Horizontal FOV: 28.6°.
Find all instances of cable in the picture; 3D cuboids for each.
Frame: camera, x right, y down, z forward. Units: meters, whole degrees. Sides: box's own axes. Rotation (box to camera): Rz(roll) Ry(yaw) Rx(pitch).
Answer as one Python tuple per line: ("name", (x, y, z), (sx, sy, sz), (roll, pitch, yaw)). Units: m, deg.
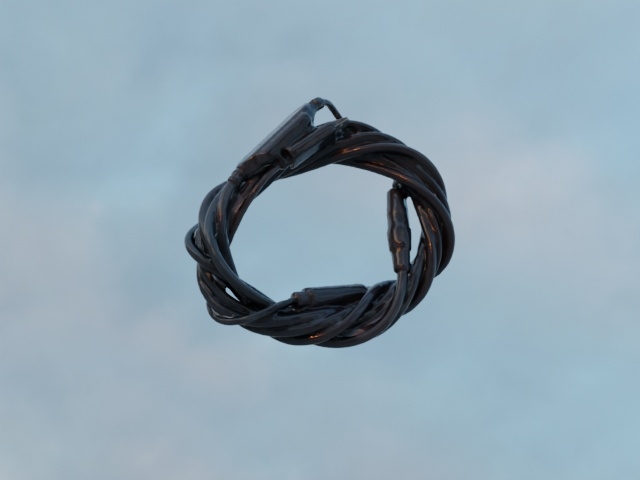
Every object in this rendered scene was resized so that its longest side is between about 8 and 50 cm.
("cable", (0.000, 0.000, 0.816), (0.150, 0.184, 0.047), (42, -28, 1))
